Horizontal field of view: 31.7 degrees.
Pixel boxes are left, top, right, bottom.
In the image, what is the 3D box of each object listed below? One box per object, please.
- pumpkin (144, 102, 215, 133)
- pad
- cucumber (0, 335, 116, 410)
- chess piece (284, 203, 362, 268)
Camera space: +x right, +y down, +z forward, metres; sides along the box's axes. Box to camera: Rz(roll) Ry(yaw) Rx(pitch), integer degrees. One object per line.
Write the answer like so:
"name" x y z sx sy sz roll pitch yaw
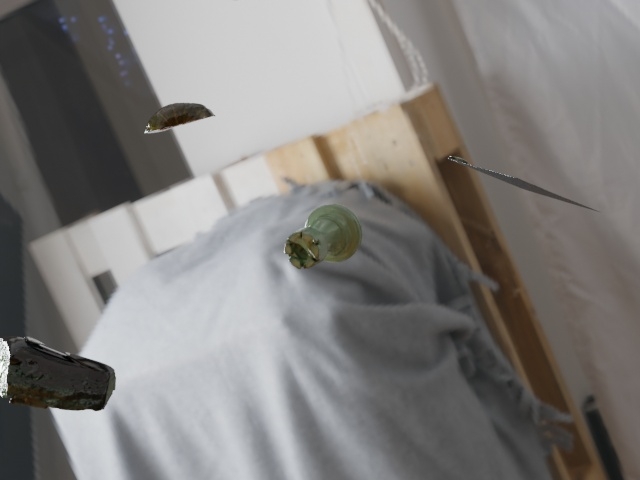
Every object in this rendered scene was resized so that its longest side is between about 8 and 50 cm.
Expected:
"pumpkin" -0.163 -0.144 1.291 0.083 0.028 0.050 -11 3 -4
"pad" 0.320 -0.093 1.799 0.009 0.160 0.265 -68 19 4
"cucumber" -0.395 0.192 1.631 0.193 0.085 0.115 16 9 -1
"chess piece" 0.000 0.000 1.231 0.067 0.067 0.103 -20 4 25
